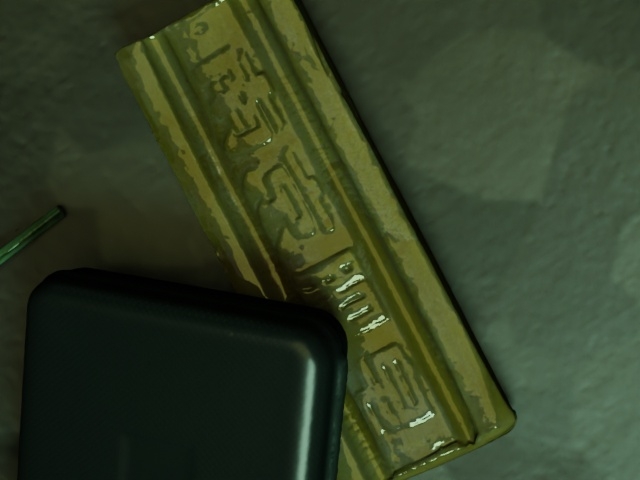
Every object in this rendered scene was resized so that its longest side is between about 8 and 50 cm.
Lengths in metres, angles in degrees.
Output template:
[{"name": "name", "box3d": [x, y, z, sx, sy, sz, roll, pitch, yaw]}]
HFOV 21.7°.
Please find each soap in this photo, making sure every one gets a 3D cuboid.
[{"name": "soap", "box3d": [0.000, 0.000, 0.809, 0.092, 0.037, 0.252, -27, 91, 12]}]

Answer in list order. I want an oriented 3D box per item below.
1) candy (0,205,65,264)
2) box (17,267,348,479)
[{"name": "candy", "box3d": [-0.203, 0.039, 0.848, 0.184, 0.049, 0.055, -36, 119, 4]}, {"name": "box", "box3d": [-0.071, 0.135, 0.805, 0.160, 0.050, 0.230, 10, 104, 17]}]
